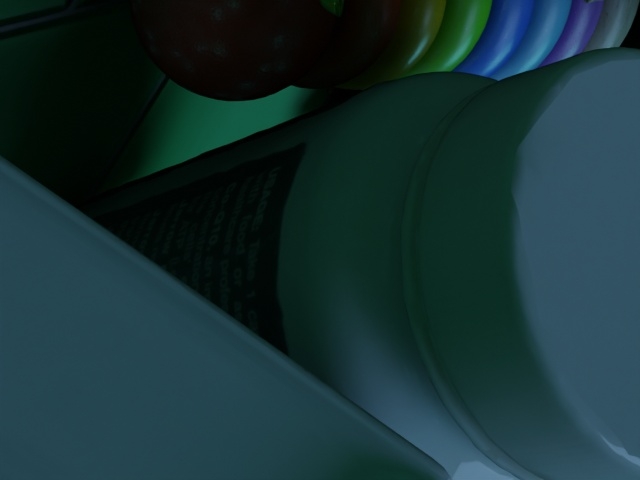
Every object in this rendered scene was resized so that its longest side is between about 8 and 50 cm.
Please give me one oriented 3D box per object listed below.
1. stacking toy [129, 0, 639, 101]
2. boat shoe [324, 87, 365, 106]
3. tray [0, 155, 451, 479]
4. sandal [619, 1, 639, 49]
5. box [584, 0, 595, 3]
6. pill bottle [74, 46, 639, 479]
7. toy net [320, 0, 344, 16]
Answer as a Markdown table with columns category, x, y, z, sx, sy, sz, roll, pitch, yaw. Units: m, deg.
| category | x | y | z | sx | sy | sz | roll | pitch | yaw |
| --- | --- | --- | --- | --- | --- | --- | --- | --- | --- |
| stacking toy | 0.030 | -0.119 | 0.833 | 0.330 | 0.141 | 0.141 | -19 | 151 | -54 |
| boat shoe | 0.030 | -0.079 | 1.086 | 0.073 | 0.073 | 0.207 | -39 | 159 | -20 |
| tray | -0.094 | 0.055 | 0.670 | 0.145 | 0.270 | 0.030 | -52 | -176 | 29 |
| sandal | 0.191 | -0.128 | 1.148 | 0.107 | 0.167 | 0.446 | -29 | 168 | 4 |
| box | 0.215 | -0.235 | 0.883 | 0.142 | 0.154 | 0.300 | -35 | 172 | 37 |
| pill bottle | 0.019 | 0.040 | 0.794 | 0.204 | 0.204 | 0.361 | -36 | -168 | -39 |
| toy net | -0.003 | -0.186 | 0.603 | 0.232 | 0.045 | 0.122 | 87 | 13 | -60 |
